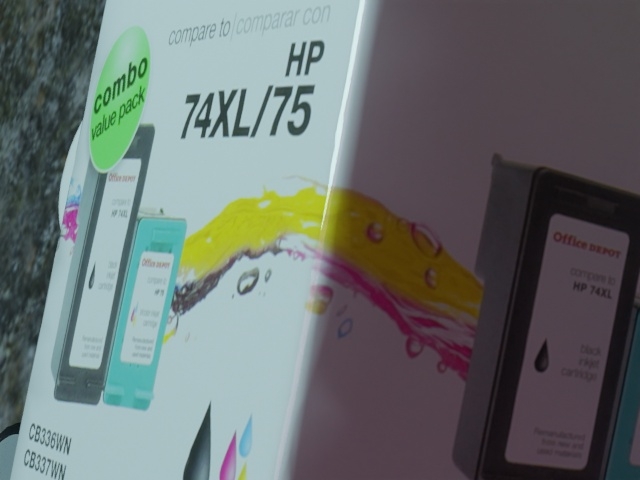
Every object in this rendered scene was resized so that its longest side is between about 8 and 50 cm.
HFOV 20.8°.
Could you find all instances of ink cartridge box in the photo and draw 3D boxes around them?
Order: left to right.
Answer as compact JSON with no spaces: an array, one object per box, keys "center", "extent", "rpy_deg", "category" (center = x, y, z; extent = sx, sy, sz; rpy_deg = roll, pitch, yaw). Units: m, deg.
[{"center":[0.032,0.032,0.577],"extent":[0.198,0.197,0.270],"rpy_deg":[3,81,61],"category":"ink cartridge box"}]

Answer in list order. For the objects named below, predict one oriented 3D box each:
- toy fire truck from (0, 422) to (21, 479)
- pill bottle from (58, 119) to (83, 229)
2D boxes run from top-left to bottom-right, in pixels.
[{"center":[-0.122,0.251,0.863],"extent":[0.246,0.158,0.217],"rpy_deg":[-58,36,-2],"category":"toy fire truck"},{"center":[0.000,0.000,0.745],"extent":[0.117,0.215,0.117],"rpy_deg":[-27,54,43],"category":"pill bottle"}]
